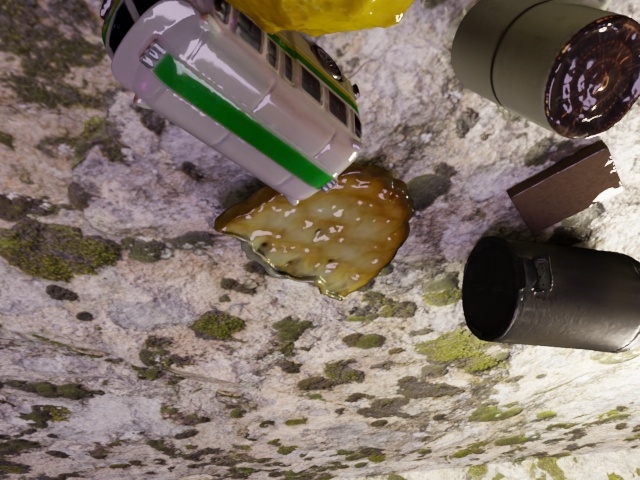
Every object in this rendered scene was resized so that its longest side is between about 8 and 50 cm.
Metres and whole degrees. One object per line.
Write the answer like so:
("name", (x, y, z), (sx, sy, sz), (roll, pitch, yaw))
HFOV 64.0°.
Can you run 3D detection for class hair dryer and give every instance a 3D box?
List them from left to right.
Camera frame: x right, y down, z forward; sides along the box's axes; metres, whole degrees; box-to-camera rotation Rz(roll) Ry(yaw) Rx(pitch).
("hair dryer", (0.306, -0.303, 0.548), (0.128, 0.203, 0.362), (18, 113, -27))

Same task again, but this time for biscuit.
("biscuit", (0.000, 0.000, 0.891), (0.329, 0.078, 0.335), (-11, 139, -2))

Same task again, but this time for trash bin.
("trash bin", (0.445, 0.108, 0.990), (0.301, 0.203, 0.252), (7, 154, -17))

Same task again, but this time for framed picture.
("framed picture", (0.431, -0.088, 0.902), (0.168, 0.023, 0.128), (-30, 134, 22))

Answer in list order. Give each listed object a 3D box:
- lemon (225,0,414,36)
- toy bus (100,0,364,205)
("lemon", (-0.006, -0.296, 0.428), (0.288, 0.233, 0.233), (21, 147, 28))
("toy bus", (-0.092, -0.182, 0.588), (0.143, 0.179, 0.305), (-35, 132, 27))
